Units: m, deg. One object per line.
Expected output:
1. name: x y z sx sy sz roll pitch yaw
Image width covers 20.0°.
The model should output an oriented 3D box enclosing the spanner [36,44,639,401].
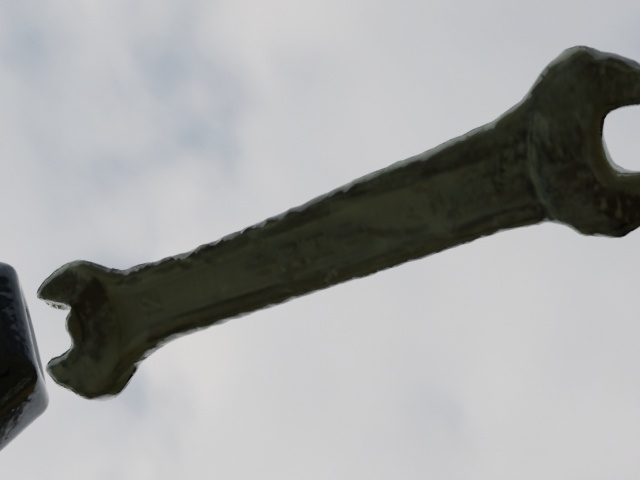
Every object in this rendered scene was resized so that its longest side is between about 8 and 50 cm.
1. spanner: 0.000 0.000 0.702 0.017 0.302 0.071 -24 -85 -57

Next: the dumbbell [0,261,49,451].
1. dumbbell: -0.247 0.014 1.018 0.156 0.316 0.144 12 -119 8
